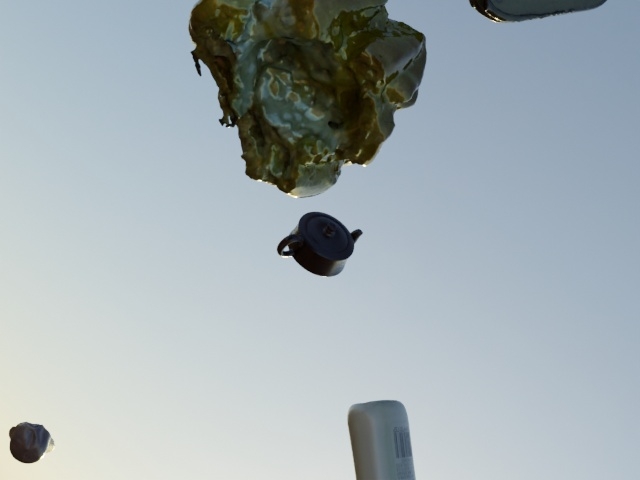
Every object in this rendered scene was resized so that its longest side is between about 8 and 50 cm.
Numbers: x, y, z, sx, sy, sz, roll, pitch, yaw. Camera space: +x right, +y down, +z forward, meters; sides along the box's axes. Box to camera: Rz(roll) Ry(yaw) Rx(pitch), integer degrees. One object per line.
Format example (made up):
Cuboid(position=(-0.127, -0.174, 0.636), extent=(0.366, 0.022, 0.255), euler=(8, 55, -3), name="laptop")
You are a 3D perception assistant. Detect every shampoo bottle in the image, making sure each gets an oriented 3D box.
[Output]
Cuboid(position=(0.066, 0.259, 0.988), extent=(0.108, 0.051, 0.220), euler=(32, 50, -71), name="shampoo bottle")

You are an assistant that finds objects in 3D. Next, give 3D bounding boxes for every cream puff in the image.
Cuboid(position=(0.001, -0.157, 0.938), extent=(0.195, 0.195, 0.220), euler=(25, -37, 50), name="cream puff")

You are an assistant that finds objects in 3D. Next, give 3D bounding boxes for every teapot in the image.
Cuboid(position=(0.000, 0.000, 1.090), extent=(0.067, 0.100, 0.045), euler=(58, -45, 30), name="teapot")

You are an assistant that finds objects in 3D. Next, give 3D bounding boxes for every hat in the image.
Cuboid(position=(-0.353, 0.252, 1.297), extent=(0.058, 0.042, 0.087), euler=(25, -36, -11), name="hat")

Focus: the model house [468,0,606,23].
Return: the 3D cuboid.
Cuboid(position=(0.181, -0.354, 1.273), extent=(0.279, 0.205, 0.218), euler=(6, -73, 65), name="model house")
